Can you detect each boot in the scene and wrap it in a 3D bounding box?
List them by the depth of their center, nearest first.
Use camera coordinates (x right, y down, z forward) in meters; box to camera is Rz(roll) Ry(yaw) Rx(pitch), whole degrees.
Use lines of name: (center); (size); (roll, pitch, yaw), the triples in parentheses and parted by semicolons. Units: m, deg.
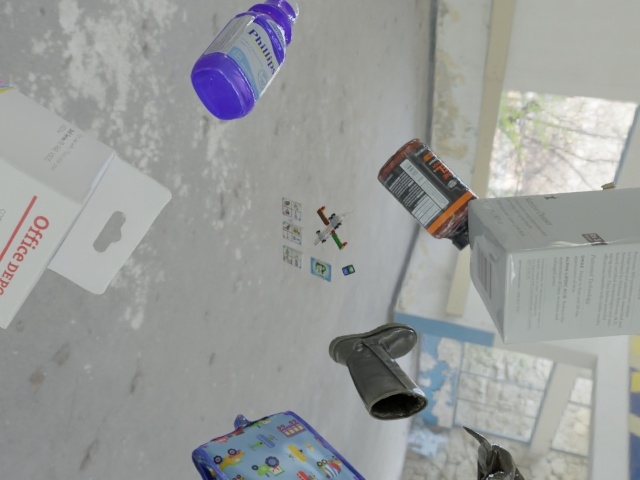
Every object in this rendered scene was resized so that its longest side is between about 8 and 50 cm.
boot: (0.125, 0.218, 1.084); (0.208, 0.190, 0.076); (-152, -128, -65)

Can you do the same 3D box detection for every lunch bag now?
lunch bag: (-0.073, 0.423, 1.126); (0.221, 0.293, 0.138); (-13, 137, -42)

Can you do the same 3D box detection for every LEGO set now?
LEGO set: (0.000, 0.000, 1.562); (0.060, 0.244, 0.182); (-18, 118, -39)

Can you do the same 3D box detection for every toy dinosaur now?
toy dinosaur: (0.340, 0.461, 1.187); (0.121, 0.313, 0.160); (-41, -175, 28)

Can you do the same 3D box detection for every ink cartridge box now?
ink cartridge box: (-0.361, -0.051, 0.653); (0.207, 0.354, 0.119); (-48, -159, 28)

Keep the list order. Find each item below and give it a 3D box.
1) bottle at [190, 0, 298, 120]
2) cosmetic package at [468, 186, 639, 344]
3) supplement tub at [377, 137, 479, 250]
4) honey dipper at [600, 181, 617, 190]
bottle: (-0.117, -0.331, 1.100); (0.118, 0.092, 0.282); (59, 41, -36)
cosmetic package: (0.436, 0.026, 0.949); (0.217, 0.385, 0.156); (-96, 180, -66)
supplement tub: (0.199, -0.075, 1.097); (0.106, 0.198, 0.106); (-42, 173, -7)
honey dipper: (0.639, -0.046, 1.356); (0.160, 0.031, 0.030); (69, 20, -4)
